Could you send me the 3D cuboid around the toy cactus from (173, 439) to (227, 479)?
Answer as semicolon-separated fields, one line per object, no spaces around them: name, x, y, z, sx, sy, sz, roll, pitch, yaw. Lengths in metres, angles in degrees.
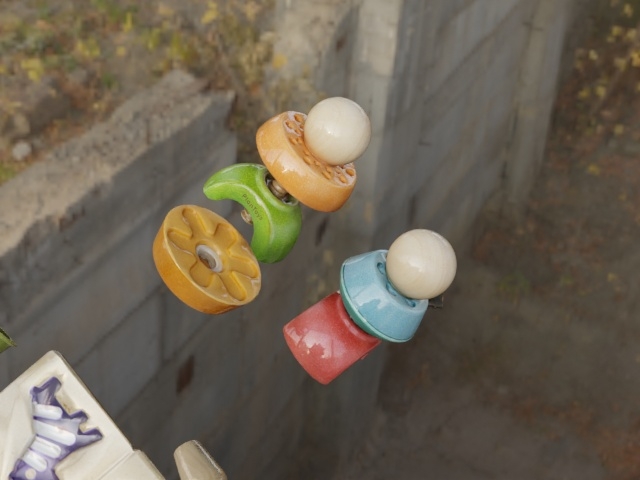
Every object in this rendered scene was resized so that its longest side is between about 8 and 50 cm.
toy cactus;-0.108;0.296;1.313;0.219;0.112;0.180;-4;48;-42

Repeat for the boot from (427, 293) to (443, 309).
boot;0.092;0.058;1.373;0.099;0.045;0.121;2;-11;5

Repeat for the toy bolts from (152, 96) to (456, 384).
toy bolts;0.000;0.000;1.010;0.228;0.158;0.218;50;30;2

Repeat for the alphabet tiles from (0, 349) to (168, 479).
alphabet tiles;-0.190;0.221;0.505;0.285;0.342;0.011;50;0;8

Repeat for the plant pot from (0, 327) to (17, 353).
plant pot;-0.308;0.087;0.979;0.079;0.083;0.083;-48;49;-10
